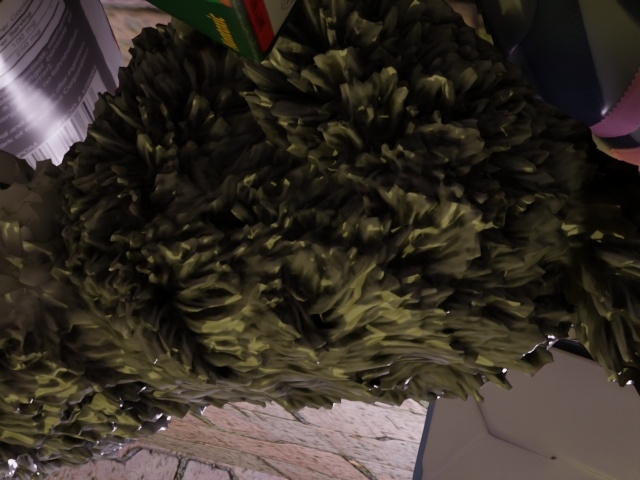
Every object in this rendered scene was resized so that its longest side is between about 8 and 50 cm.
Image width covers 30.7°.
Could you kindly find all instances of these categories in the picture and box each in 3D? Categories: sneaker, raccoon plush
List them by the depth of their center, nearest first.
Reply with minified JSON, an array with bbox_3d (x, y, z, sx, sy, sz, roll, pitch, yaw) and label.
[{"bbox_3d":[-0.013,0.054,0.478,0.446,0.299,0.216,33,173,40],"label":"raccoon plush"},{"bbox_3d":[0.168,-0.090,0.541,0.131,0.112,0.319,-22,141,26],"label":"sneaker"}]

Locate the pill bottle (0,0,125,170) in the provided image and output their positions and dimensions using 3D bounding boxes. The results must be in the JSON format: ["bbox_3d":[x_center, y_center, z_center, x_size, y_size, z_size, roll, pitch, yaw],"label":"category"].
[{"bbox_3d":[-0.211,-0.137,0.583,0.176,0.176,0.318,15,161,8],"label":"pill bottle"}]

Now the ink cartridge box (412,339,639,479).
[{"bbox_3d":[0.310,0.183,0.903,0.395,0.151,0.270,12,-176,-37],"label":"ink cartridge box"}]

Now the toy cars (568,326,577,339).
[{"bbox_3d":[0.326,0.070,0.832,0.393,0.087,0.176,15,-178,17],"label":"toy cars"}]

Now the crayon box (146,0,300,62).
[{"bbox_3d":[-0.141,-0.199,0.240,0.313,0.106,0.363,29,175,7],"label":"crayon box"}]
